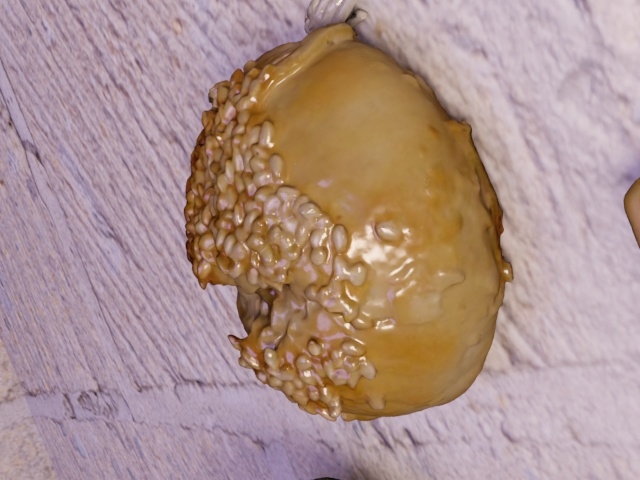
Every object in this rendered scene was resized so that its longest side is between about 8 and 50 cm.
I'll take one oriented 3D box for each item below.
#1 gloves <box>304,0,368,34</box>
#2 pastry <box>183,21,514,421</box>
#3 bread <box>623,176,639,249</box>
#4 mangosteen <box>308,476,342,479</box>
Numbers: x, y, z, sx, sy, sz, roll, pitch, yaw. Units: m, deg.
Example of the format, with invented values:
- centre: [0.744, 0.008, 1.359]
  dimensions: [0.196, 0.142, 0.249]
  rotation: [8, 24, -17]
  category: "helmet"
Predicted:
- centre: [0.011, -0.180, 0.827]
  dimensions: [0.044, 0.037, 0.081]
  rotation: [30, 141, -7]
  category: "gloves"
- centre: [0.000, 0.000, 0.811]
  dimensions: [0.284, 0.184, 0.316]
  rotation: [-2, 108, 57]
  category: "pastry"
- centre: [0.226, 0.002, 0.583]
  dimensions: [0.082, 0.056, 0.115]
  rotation: [-40, 71, 55]
  category: "bread"
- centre: [-0.016, 0.388, 0.994]
  dimensions: [0.330, 0.330, 0.330]
  rotation: [36, 138, 41]
  category: "mangosteen"
